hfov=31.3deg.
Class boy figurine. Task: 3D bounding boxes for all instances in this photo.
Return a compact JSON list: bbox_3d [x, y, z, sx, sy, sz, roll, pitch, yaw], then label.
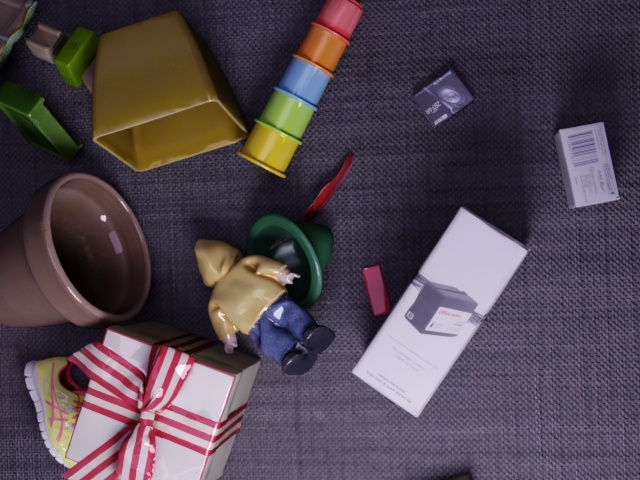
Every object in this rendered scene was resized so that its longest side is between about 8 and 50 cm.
[{"bbox_3d":[-0.115,0.103,1.885,0.285,0.092,0.177,40,98,28],"label":"boy figurine"}]

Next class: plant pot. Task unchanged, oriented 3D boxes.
[{"bbox_3d":[-0.452,0.041,1.915,0.229,0.263,0.263,-20,88,26],"label":"plant pot"},{"bbox_3d":[-0.261,-0.254,1.896,0.212,0.212,0.187,-17,76,8],"label":"plant pot"}]

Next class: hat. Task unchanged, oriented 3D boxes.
[{"bbox_3d":[0.000,0.000,1.942,0.173,0.183,0.208,51,139,13],"label":"hat"}]

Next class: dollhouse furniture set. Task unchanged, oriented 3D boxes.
[{"bbox_3d":[-0.524,-0.301,1.995,0.301,0.151,0.197,25,73,24],"label":"dollhouse furniture set"}]

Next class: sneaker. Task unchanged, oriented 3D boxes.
[{"bbox_3d":[-0.440,0.296,1.983,0.094,0.081,0.208,-21,87,6],"label":"sneaker"}]

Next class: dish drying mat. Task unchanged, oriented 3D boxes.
[{"bbox_3d":[0.096,0.085,1.937,0.032,0.008,0.083,-14,88,8],"label":"dish drying mat"}]

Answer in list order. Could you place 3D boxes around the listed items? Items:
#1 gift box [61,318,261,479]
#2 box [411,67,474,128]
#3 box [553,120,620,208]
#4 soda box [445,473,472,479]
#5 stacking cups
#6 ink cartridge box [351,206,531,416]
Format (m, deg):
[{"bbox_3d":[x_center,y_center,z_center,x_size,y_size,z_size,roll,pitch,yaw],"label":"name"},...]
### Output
[{"bbox_3d":[-0.274,0.276,1.868,0.276,0.258,0.255,14,93,7],"label":"gift box"},{"bbox_3d":[0.205,-0.237,1.910,0.083,0.018,0.067,-35,85,7],"label":"box"},{"bbox_3d":[0.423,-0.118,1.820,0.072,0.137,0.126,-12,89,7],"label":"box"},{"bbox_3d":[0.172,0.447,1.905,0.181,0.058,0.061,-17,88,9],"label":"soda box"},{"bbox_3d":[-0.025,-0.262,1.905,0.096,0.096,0.316,30,95,7],"label":"stacking cups"},{"bbox_3d":[0.194,0.105,1.814,0.129,0.223,0.307,34,95,7],"label":"ink cartridge box"}]
